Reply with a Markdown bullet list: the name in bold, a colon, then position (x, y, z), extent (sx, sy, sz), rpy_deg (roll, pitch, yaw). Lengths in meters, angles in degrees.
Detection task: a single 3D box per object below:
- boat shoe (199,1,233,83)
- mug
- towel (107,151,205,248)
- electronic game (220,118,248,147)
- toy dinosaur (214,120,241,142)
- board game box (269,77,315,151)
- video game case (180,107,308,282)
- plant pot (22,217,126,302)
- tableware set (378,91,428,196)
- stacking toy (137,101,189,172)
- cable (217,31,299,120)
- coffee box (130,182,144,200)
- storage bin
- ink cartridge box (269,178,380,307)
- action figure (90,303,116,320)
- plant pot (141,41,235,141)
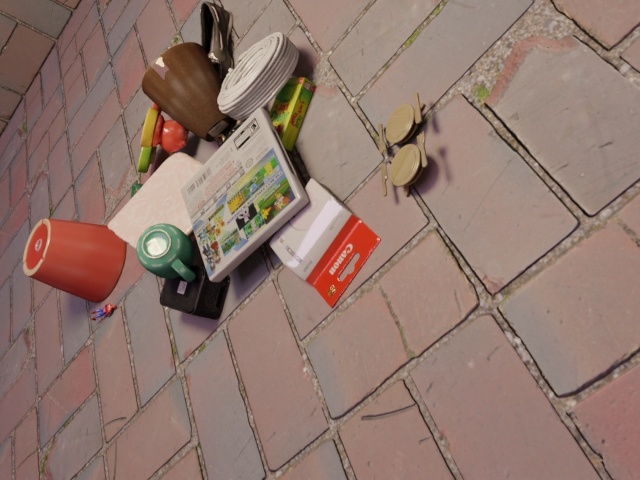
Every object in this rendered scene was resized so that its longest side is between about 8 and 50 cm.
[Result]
- **boat shoe**: position (-0.338, -0.596, 1.789), extent (0.112, 0.095, 0.335), rpy_deg (-23, 59, 37)
- **mug**: position (-0.378, 0.025, 1.434), extent (0.157, 0.097, 0.130), rpy_deg (10, 74, 11)
- **towel**: position (-0.418, -0.093, 1.629), extent (0.331, 0.053, 0.317), rpy_deg (29, 75, 41)
- **electronic game**: position (-0.189, -0.205, 1.472), extent (0.229, 0.048, 0.229), rpy_deg (-11, 73, 40)
- **toy dinosaur**: position (-0.247, -0.274, 1.620), extent (0.092, 0.053, 0.183), rpy_deg (3, 81, 29)
- **board game box**: position (-0.085, -0.323, 1.468), extent (0.092, 0.043, 0.181), rpy_deg (18, 88, 47)
- **video game case**: position (-0.198, -0.110, 1.399), extent (0.329, 0.036, 0.300), rpy_deg (-40, 57, 25)
- **plant pot**: position (-0.827, 0.051, 1.918), extent (0.275, 0.243, 0.275), rpy_deg (-19, 61, 39)
- **tableware set**: position (0.176, -0.190, 1.162), extent (0.128, 0.039, 0.194), rpy_deg (-36, 45, 45)
- **stacking toy**: position (-0.489, -0.360, 1.856), extent (0.279, 0.130, 0.309), rpy_deg (122, 157, -51)
- **cable**: position (-0.165, -0.422, 1.497), extent (0.257, 0.089, 0.257), rpy_deg (-21, 40, 44)
- **coffee box**: position (-0.570, -0.078, 1.824), extent (0.113, 0.040, 0.184), rpy_deg (31, 115, 46)
- **storage bin**: position (-0.332, 0.130, 1.509), extent (0.180, 0.084, 0.122), rpy_deg (6, 79, 47)
- **ink cartridge box**: position (0.000, 0.000, 1.251), extent (0.189, 0.066, 0.232), rpy_deg (-56, 40, 13)
- **action figure**: position (-0.708, 0.231, 1.885), extent (0.115, 0.030, 0.038), rpy_deg (-23, 64, 32)
- **plant pot**: position (-0.354, -0.402, 1.644), extent (0.215, 0.215, 0.230), rpy_deg (-42, 80, 25)
